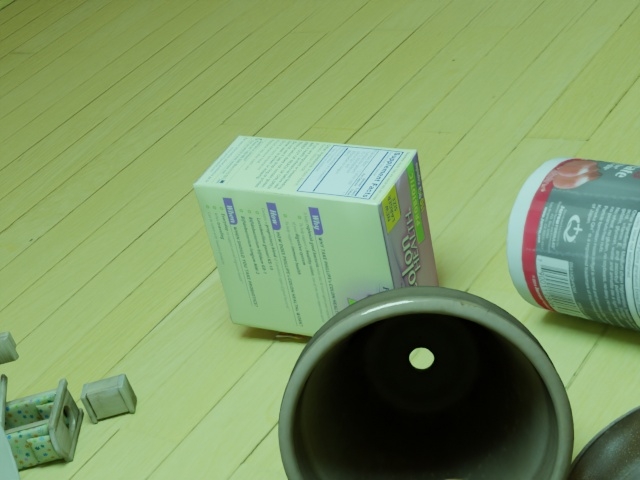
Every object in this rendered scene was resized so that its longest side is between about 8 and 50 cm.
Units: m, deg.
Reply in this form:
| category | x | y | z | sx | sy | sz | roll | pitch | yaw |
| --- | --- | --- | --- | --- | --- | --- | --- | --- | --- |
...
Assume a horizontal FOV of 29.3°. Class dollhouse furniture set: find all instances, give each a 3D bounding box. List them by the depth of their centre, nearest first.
| category | x | y | z | sx | sy | sz | roll | pitch | yaw |
| --- | --- | --- | --- | --- | --- | --- | --- | --- | --- |
| dollhouse furniture set | -0.336 | 0.180 | 1.444 | 0.182 | 0.161 | 0.101 | -16 | 30 | 8 |

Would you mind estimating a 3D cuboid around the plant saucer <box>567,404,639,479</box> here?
| category | x | y | z | sx | sy | sz | roll | pitch | yaw |
| --- | --- | --- | --- | --- | --- | --- | --- | --- | --- |
| plant saucer | 0.358 | 0.238 | 1.048 | 0.311 | 0.050 | 0.310 | -14 | 30 | 8 |

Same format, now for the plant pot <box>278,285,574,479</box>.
| category | x | y | z | sx | sy | sz | roll | pitch | yaw |
| --- | --- | --- | --- | --- | --- | --- | --- | --- | --- |
| plant pot | 0.102 | 0.148 | 1.188 | 0.263 | 0.263 | 0.229 | -15 | 12 | 9 |

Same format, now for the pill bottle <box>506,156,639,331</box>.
| category | x | y | z | sx | sy | sz | roll | pitch | yaw |
| --- | --- | --- | --- | --- | --- | --- | --- | --- | --- |
| pill bottle | 0.370 | 0.014 | 1.283 | 0.318 | 0.176 | 0.176 | 12 | 43 | 43 |

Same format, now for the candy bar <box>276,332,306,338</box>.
| category | x | y | z | sx | sy | sz | roll | pitch | yaw |
| --- | --- | --- | --- | --- | --- | --- | --- | --- | --- |
| candy bar | -0.009 | 0.076 | 1.566 | 0.040 | 0.018 | 0.161 | -2 | 35 | 28 |

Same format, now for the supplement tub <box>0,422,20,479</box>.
| category | x | y | z | sx | sy | sz | roll | pitch | yaw |
| --- | --- | --- | --- | --- | --- | --- | --- | --- | --- |
| supplement tub | -0.504 | 0.288 | 1.286 | 0.331 | 0.241 | 0.241 | -21 | 30 | -1 |

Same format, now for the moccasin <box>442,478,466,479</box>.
| category | x | y | z | sx | sy | sz | roll | pitch | yaw |
| --- | --- | --- | --- | --- | --- | --- | --- | --- | --- |
| moccasin | 0.222 | 0.290 | 0.827 | 0.380 | 0.139 | 0.147 | 28 | 9 | 15 |

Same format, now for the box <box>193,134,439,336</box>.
| category | x | y | z | sx | sy | sz | roll | pitch | yaw |
| --- | --- | --- | --- | --- | --- | --- | --- | --- | --- |
| box | 0.000 | 0.000 | 1.461 | 0.243 | 0.213 | 0.117 | 7 | 38 | 28 |
